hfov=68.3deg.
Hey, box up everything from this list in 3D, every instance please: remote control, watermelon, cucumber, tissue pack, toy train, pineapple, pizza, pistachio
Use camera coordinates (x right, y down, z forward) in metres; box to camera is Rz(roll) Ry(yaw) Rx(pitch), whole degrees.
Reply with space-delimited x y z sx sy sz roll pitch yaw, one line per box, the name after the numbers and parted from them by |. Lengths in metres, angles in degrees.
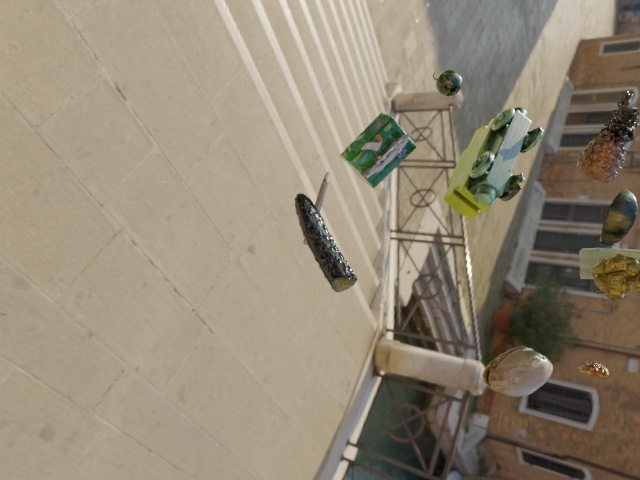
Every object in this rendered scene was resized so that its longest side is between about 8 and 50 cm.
-0.008 -0.096 1.493 0.067 0.029 0.261 -69 179 -53 | remote control
0.484 -0.597 1.793 0.109 0.108 0.109 -14 106 -55 | watermelon
0.000 0.000 1.288 0.072 0.304 0.081 -11 151 -35 | cucumber
0.203 -0.295 1.590 0.209 0.156 0.148 -45 121 5 | tissue pack
0.611 -0.280 1.699 0.179 0.272 0.442 35 65 -9 | toy train
1.146 -0.401 1.841 0.169 0.169 0.341 -24 138 -52 | pineapple
0.779 0.365 1.353 0.083 0.078 0.025 -67 153 -76 | pizza
0.625 0.416 1.488 0.215 0.144 0.144 -18 118 -8 | pistachio
0.927 -0.061 1.454 0.092 0.075 0.182 -5 115 -46 | watermelon

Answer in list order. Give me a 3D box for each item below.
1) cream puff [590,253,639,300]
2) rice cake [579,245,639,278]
0.880 0.096 1.372 0.156 0.156 0.121 -17 77 -54 | cream puff
1.044 0.085 1.692 0.043 0.237 0.127 -8 95 -27 | rice cake
